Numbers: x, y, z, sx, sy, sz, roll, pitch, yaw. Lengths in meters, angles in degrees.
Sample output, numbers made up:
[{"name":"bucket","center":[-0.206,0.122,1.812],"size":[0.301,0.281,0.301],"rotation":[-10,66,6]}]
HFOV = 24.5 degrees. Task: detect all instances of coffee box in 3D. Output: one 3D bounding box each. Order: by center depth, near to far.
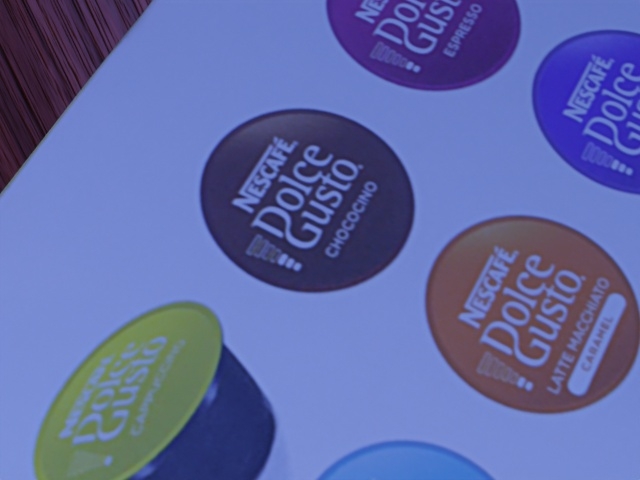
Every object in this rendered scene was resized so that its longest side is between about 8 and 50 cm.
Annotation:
[{"name":"coffee box","center":[0.073,0.096,0.487],"size":[0.334,0.338,0.338],"rotation":[28,149,7]}]
